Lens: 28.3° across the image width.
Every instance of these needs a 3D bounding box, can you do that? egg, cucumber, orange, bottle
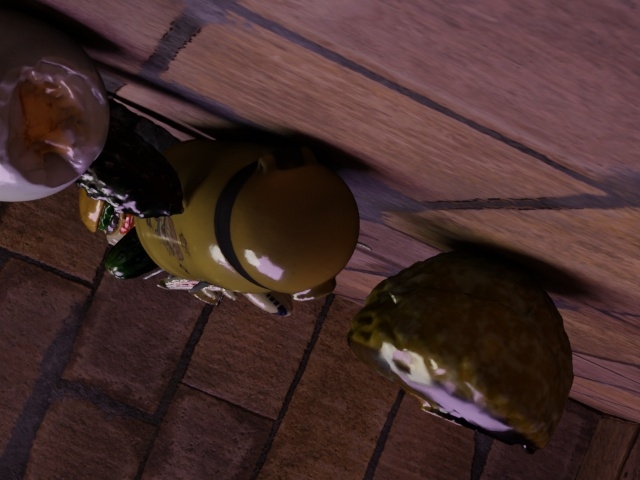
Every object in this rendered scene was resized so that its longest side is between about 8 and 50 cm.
[{"bbox_3d":[-0.313,-0.133,1.213,0.217,0.183,0.183,22,176,46],"label":"egg"},{"bbox_3d":[-0.295,-0.125,1.343,0.359,0.096,0.096,34,178,13],"label":"cucumber"},{"bbox_3d":[0.178,0.121,1.548,0.270,0.210,0.369,25,177,4],"label":"orange"},{"bbox_3d":[-0.191,-0.024,1.733,0.074,0.241,0.074,40,154,23],"label":"cucumber"},{"bbox_3d":[-0.078,-0.023,1.377,0.171,0.172,0.351,25,175,-23],"label":"bottle"}]

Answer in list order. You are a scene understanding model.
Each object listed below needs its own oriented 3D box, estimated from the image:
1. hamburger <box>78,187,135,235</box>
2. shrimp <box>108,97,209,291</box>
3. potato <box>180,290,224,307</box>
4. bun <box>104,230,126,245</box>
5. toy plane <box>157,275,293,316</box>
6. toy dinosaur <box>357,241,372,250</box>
[{"bbox_3d":[-0.275,-0.081,1.777,0.115,0.162,0.162,14,177,-11],"label":"hamburger"},{"bbox_3d":[-0.167,-0.046,1.610,0.166,0.221,0.410,-14,132,36],"label":"shrimp"},{"bbox_3d":[-0.182,0.000,2.156,0.098,0.138,0.243,23,-162,-10],"label":"potato"},{"bbox_3d":[-0.316,-0.051,2.095,0.222,0.127,0.222,46,167,14],"label":"bun"},{"bbox_3d":[-0.141,0.029,2.000,0.256,0.242,0.104,36,-149,-21],"label":"toy plane"},{"bbox_3d":[-0.002,0.000,1.979,0.212,0.057,0.142,23,-174,20],"label":"toy dinosaur"}]
